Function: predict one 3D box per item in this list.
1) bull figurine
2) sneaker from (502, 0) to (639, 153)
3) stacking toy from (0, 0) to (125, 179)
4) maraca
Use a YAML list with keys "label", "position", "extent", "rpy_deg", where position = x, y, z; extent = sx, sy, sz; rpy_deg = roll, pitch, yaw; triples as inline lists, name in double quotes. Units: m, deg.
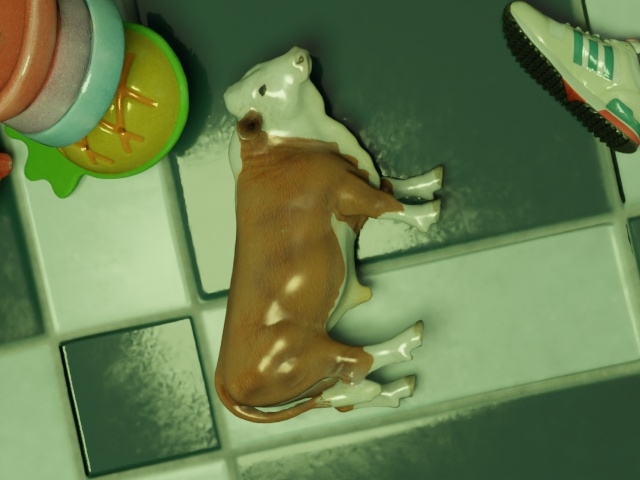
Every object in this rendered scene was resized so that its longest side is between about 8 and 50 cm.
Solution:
- label: "bull figurine"
  position: [0.000, 0.000, 1.595]
  extent: [0.188, 0.101, 0.310]
  rpy_deg: [8, 93, 1]
- label: "sneaker"
  position: [0.224, -0.150, 1.605]
  extent: [0.161, 0.057, 0.075]
  rpy_deg: [45, 78, 2]
- label: "stacking toy"
  position: [-0.278, -0.163, 1.573]
  extent: [0.309, 0.130, 0.279]
  rpy_deg: [-31, 60, 37]
- label: "maraca"
  position: [-0.187, -0.108, 1.607]
  extent: [0.186, 0.099, 0.127]
  rpy_deg: [-25, 86, 30]
